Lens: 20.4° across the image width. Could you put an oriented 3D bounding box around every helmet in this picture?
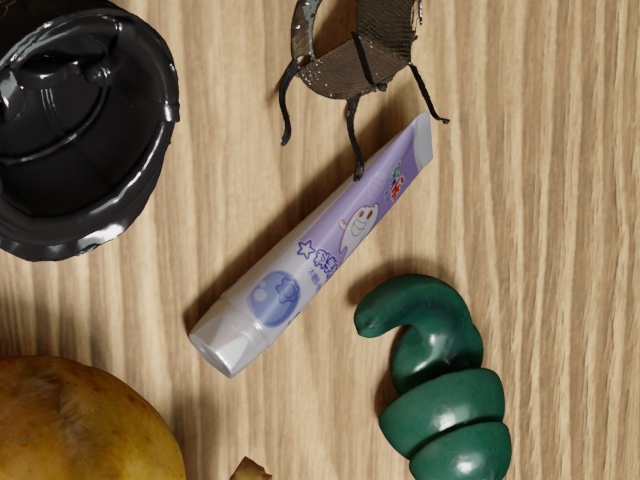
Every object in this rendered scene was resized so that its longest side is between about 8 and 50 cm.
[{"bbox_3d":[-0.265,-0.127,1.682,0.230,0.160,0.279,-27,141,-26],"label":"helmet"}]

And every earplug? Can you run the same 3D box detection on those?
[{"bbox_3d":[0.149,0.188,2.179,0.164,0.280,0.257,-21,162,-7],"label":"earplug"}]

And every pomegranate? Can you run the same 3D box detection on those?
[{"bbox_3d":[-0.277,0.254,1.794,0.307,0.307,0.307,-18,122,-32],"label":"pomegranate"}]

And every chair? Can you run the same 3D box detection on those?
[{"bbox_3d":[0.045,-0.202,1.952,0.174,0.149,0.213,24,54,-41],"label":"chair"}]

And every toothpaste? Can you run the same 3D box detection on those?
[{"bbox_3d":[0.000,0.000,2.025,0.371,0.080,0.125,-46,158,-16],"label":"toothpaste"}]

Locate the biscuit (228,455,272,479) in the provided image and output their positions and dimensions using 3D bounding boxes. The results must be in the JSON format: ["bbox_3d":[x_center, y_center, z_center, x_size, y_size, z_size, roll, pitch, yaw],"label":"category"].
[{"bbox_3d":[-0.178,0.432,1.934,0.385,0.062,0.365,-57,179,32],"label":"biscuit"}]
